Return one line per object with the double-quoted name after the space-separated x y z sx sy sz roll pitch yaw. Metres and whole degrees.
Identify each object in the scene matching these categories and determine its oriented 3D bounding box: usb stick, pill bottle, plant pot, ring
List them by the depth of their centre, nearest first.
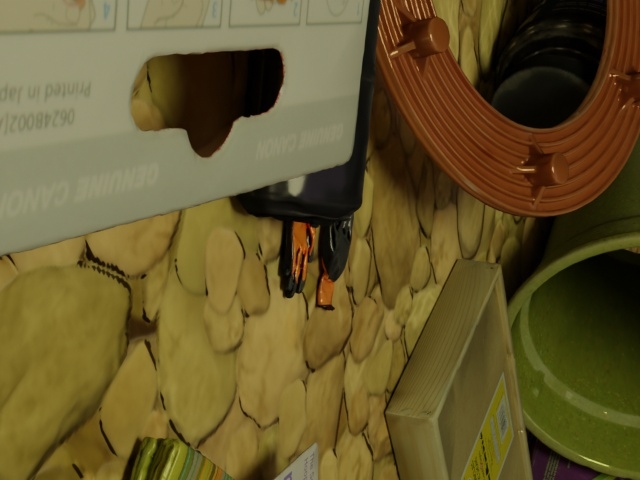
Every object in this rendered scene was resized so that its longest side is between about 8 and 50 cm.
0.000 -0.146 0.645 0.077 0.045 0.278 5 91 -42 "usb stick"
0.140 -0.183 0.827 0.336 0.032 0.337 6 81 -46 "ring"
0.212 -0.140 1.018 0.219 0.123 0.123 -50 139 -50 "pill bottle"
0.305 0.030 1.133 0.254 0.276 0.276 -71 154 -50 "plant pot"

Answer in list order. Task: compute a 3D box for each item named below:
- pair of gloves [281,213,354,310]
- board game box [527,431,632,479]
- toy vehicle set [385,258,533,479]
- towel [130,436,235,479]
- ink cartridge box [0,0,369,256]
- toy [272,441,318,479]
0.000 0.000 0.722 0.083 0.010 0.074 24 73 -65 "pair of gloves"
0.274 0.258 1.150 0.056 0.208 0.347 111 3 -56 "board game box"
0.115 0.169 0.975 0.166 0.035 0.267 -58 144 -44 "toy vehicle set"
-0.049 0.183 0.646 0.102 0.021 0.237 -68 152 -20 "towel"
-0.066 -0.207 0.463 0.308 0.091 0.385 -22 118 -64 "ink cartridge box"
-0.035 0.210 0.596 0.237 0.056 0.137 -31 129 -57 "toy"
